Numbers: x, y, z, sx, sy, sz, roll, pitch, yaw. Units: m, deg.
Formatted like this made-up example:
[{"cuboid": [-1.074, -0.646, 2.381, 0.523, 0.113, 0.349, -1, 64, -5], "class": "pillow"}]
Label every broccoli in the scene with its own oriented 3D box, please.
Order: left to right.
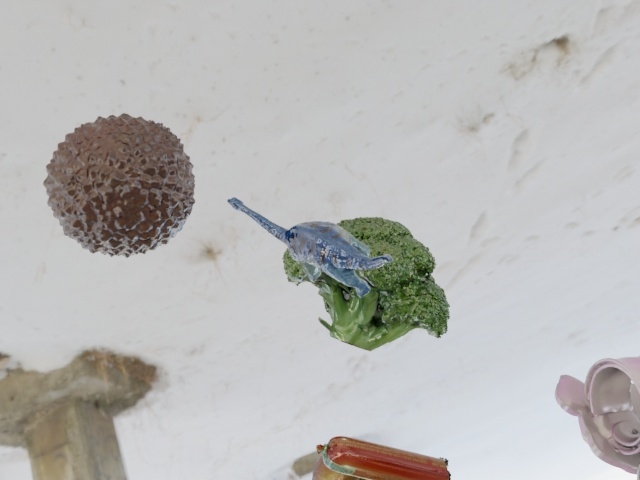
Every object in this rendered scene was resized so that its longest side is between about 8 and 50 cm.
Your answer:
[{"cuboid": [0.107, 0.093, 1.677, 0.414, 0.321, 0.310, 20, 117, -7], "class": "broccoli"}]

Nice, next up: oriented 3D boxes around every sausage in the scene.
[{"cuboid": [0.116, 0.426, 1.350, 0.264, 0.083, 0.083, 17, 142, -11], "class": "sausage"}]

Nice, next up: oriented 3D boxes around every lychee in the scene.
[{"cuboid": [-0.353, -0.098, 1.254, 0.264, 0.264, 0.300, -19, -172, -6], "class": "lychee"}]

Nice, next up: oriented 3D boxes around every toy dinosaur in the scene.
[{"cuboid": [0.009, 0.012, 0.975, 0.076, 0.329, 0.144, -57, 135, -10], "class": "toy dinosaur"}]

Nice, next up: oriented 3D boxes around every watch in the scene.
[{"cuboid": [0.630, 0.321, 1.431, 0.211, 0.248, 0.217, -1, 131, -15], "class": "watch"}]

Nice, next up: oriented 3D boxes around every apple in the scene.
[{"cuboid": [0.060, 0.578, 1.710, 0.160, 0.195, 0.173, 10, 171, -5], "class": "apple"}]

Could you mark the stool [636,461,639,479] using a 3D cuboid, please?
[{"cuboid": [0.580, 0.350, 1.074, 0.179, 0.264, 0.179, 8, 171, 1], "class": "stool"}]
